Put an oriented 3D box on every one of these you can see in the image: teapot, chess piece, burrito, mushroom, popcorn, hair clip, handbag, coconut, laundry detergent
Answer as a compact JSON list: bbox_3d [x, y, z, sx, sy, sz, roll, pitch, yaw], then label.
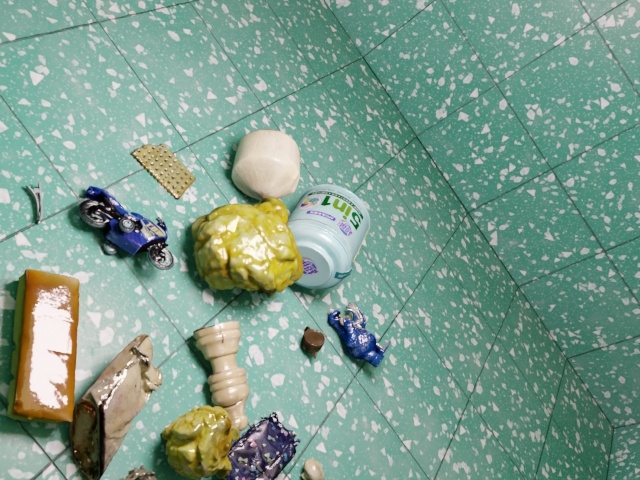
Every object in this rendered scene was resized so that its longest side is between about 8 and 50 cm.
[{"bbox_3d":[-0.032,0.343,2.188,0.076,0.068,0.121,-1,43,-26],"label":"teapot"},{"bbox_3d":[-0.265,0.395,1.861,0.139,0.124,0.307,44,29,-76],"label":"chess piece"},{"bbox_3d":[-0.502,0.393,1.571,0.175,0.107,0.347,66,35,-33],"label":"burrito"},{"bbox_3d":[-0.024,0.702,1.951,0.067,0.083,0.083,-29,88,-12],"label":"mushroom"},{"bbox_3d":[-0.303,0.523,1.663,0.187,0.167,0.185,1,67,-33],"label":"popcorn"},{"bbox_3d":[-0.222,0.014,2.008,0.334,0.294,0.292,-6,102,-45],"label":"popcorn"},{"bbox_3d":[-0.751,-0.098,1.701,0.039,0.030,0.115,-5,66,-29],"label":"hair clip"},{"bbox_3d":[-0.173,0.610,1.811,0.162,0.113,0.260,49,40,1],"label":"handbag"},{"bbox_3d":[-0.189,-0.249,2.268,0.237,0.237,0.265,34,39,-29],"label":"coconut"},{"bbox_3d":[0.000,0.000,2.266,0.287,0.287,0.305,47,38,-15],"label":"laundry detergent"}]

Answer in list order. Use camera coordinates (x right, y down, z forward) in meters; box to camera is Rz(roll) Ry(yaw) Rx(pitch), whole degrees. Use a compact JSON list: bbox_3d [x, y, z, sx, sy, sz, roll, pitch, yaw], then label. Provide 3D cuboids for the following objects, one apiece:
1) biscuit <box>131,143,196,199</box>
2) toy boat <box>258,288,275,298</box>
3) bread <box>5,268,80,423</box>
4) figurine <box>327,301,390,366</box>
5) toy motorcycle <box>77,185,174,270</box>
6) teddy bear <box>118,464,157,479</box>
[{"bbox_3d":[-0.498,-0.238,2.085,0.203,0.016,0.144,49,39,-15],"label":"biscuit"},{"bbox_3d":[-0.182,0.118,2.158,0.089,0.071,0.185,21,51,-38],"label":"toy boat"},{"bbox_3d":[-0.655,0.252,1.533,0.138,0.077,0.361,19,53,-42],"label":"bread"},{"bbox_3d":[0.124,0.346,2.329,0.262,0.120,0.164,47,29,12],"label":"figurine"},{"bbox_3d":[-0.539,-0.038,1.837,0.315,0.113,0.169,36,32,-16],"label":"toy motorcycle"},{"bbox_3d":[-0.443,0.651,1.409,0.357,0.224,0.367,62,33,-20],"label":"teddy bear"}]
